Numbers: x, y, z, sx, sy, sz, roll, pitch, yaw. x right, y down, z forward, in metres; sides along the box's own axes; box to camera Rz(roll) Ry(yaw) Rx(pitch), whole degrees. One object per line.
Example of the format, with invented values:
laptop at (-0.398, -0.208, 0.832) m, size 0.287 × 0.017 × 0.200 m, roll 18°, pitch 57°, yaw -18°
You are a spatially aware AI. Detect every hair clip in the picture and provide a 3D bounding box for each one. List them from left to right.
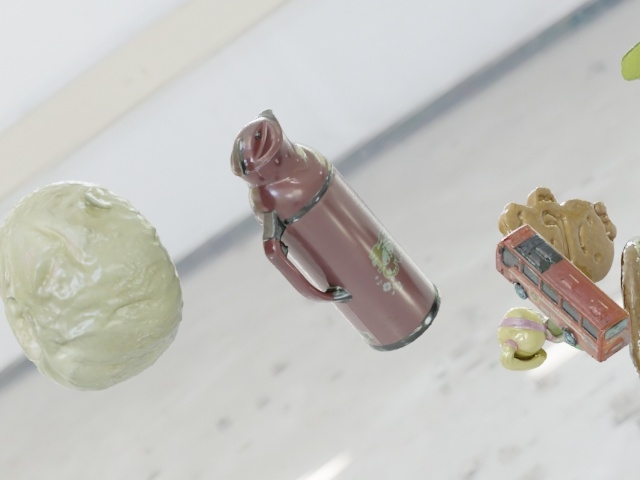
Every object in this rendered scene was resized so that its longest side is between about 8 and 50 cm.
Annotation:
hair clip at (0.402, -0.221, 2.063) m, size 0.033 × 0.060 × 0.188 m, roll 2°, pitch -13°, yaw -35°

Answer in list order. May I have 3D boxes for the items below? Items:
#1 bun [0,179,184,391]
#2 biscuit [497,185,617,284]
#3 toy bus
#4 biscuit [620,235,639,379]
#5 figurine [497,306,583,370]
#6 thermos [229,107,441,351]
bun at (-0.255, 0.058, 1.942) m, size 0.153 × 0.244 × 0.244 m, roll -39°, pitch 11°, yaw -38°
biscuit at (0.283, 0.005, 2.146) m, size 0.027 × 0.184 × 0.133 m, roll -22°, pitch 62°, yaw 50°
toy bus at (0.158, 0.033, 1.200) m, size 0.031 × 0.043 × 0.110 m, roll -33°, pitch 53°, yaw -18°
biscuit at (0.357, 0.098, 1.951) m, size 0.036 × 0.212 × 0.212 m, roll -14°, pitch 20°, yaw 20°
figurine at (0.289, 0.125, 2.361) m, size 0.083 × 0.083 × 0.187 m, roll -29°, pitch -17°, yaw 32°
thermos at (-0.002, -0.004, 2.115) m, size 0.136 × 0.330 × 0.109 m, roll -47°, pitch 31°, yaw -9°
